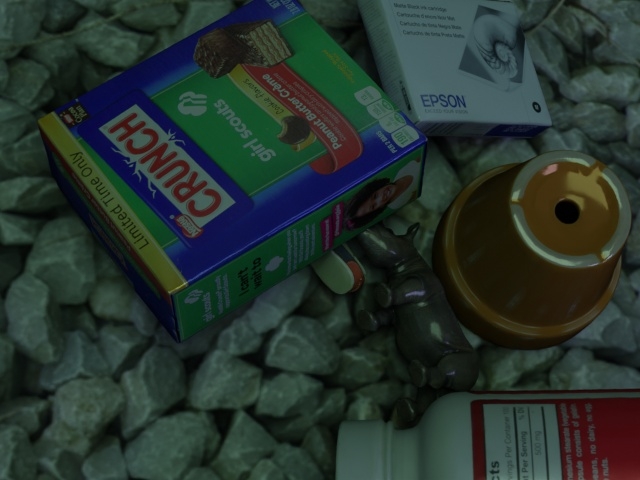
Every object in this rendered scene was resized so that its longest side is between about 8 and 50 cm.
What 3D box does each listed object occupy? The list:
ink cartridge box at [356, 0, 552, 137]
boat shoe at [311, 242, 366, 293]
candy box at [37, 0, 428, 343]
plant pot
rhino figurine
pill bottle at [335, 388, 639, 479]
[{"bbox_3d":[0.145,-0.223,1.563,0.223,0.045,0.224,-4,70,-41],"label":"ink cartridge box"},{"bbox_3d":[0.000,0.000,1.523,0.137,0.049,0.043,52,31,13],"label":"boat shoe"},{"bbox_3d":[-0.093,-0.086,1.463,0.317,0.122,0.268,-33,63,-16],"label":"candy box"},{"bbox_3d":[0.238,-0.005,1.481,0.205,0.188,0.205,3,71,-7],"label":"plant pot"},{"bbox_3d":[0.095,0.068,1.492,0.106,0.073,0.243,-7,70,-42],"label":"rhino figurine"},{"bbox_3d":[0.223,0.258,1.353,0.407,0.229,0.229,-1,72,5],"label":"pill bottle"}]
